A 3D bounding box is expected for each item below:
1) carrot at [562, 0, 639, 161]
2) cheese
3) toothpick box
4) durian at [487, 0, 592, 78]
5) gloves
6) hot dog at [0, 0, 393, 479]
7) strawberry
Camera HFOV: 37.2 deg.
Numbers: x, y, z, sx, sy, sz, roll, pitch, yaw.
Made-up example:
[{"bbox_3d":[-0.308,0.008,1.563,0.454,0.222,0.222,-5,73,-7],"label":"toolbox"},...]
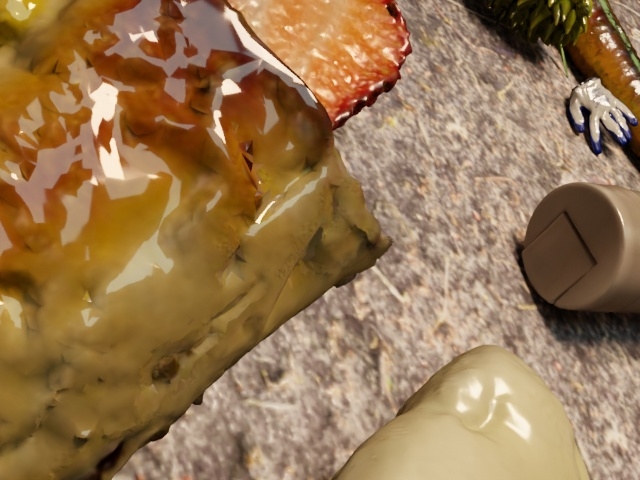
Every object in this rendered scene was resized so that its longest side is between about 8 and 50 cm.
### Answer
[{"bbox_3d":[0.337,-0.179,1.066,0.070,0.070,0.260,-9,66,-41],"label":"carrot"},{"bbox_3d":[0.052,0.172,0.509,0.247,0.173,0.251,17,50,-37],"label":"cheese"},{"bbox_3d":[0.281,0.010,0.846,0.180,0.111,0.111,5,56,-35],"label":"toothpick box"},{"bbox_3d":[0.200,-0.365,1.043,0.169,0.157,0.356,8,53,-53],"label":"durian"},{"bbox_3d":[0.299,-0.133,1.020,0.064,0.026,0.086,-33,75,-12],"label":"gloves"},{"bbox_3d":[-0.222,-0.003,0.406,0.367,0.196,0.365,44,62,5],"label":"hot dog"},{"bbox_3d":[-0.030,-0.159,0.757,0.188,0.106,0.286,27,58,-11],"label":"strawberry"}]
